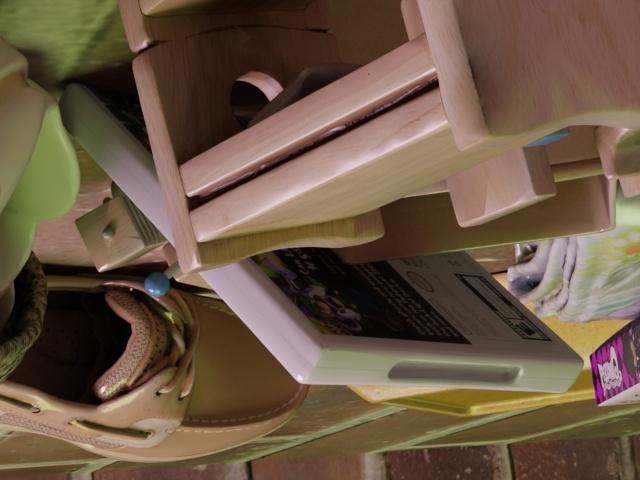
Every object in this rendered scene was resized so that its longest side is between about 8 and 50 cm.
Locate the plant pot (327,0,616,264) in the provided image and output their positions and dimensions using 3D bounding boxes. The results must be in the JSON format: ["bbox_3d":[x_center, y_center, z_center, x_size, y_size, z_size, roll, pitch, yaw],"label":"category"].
[{"bbox_3d":[0.050,-0.053,0.609,0.109,0.096,0.109,-7,168,9],"label":"plant pot"}]

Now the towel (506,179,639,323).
[{"bbox_3d":[0.298,-0.021,0.897,0.375,0.090,0.320,-6,169,1],"label":"towel"}]

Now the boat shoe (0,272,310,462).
[{"bbox_3d":[-0.134,0.083,1.093,0.341,0.121,0.110,5,165,-36],"label":"boat shoe"}]

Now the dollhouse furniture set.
[{"bbox_3d":[0.055,-0.079,0.446,0.184,0.129,0.129,-10,172,-37],"label":"dollhouse furniture set"}]

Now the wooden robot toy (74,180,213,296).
[{"bbox_3d":[-0.045,-0.017,0.809,0.079,0.076,0.173,-28,160,22],"label":"wooden robot toy"}]

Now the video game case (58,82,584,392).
[{"bbox_3d":[0.000,0.000,0.703,0.173,0.190,0.022,8,119,-47],"label":"video game case"}]

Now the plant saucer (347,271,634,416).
[{"bbox_3d":[0.185,0.090,1.380,0.333,0.081,0.333,-11,166,23],"label":"plant saucer"}]

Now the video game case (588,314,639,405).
[{"bbox_3d":[0.293,0.057,0.951,0.232,0.041,0.210,-5,168,-5],"label":"video game case"}]

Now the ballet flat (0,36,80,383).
[{"bbox_3d":[-0.177,-0.006,0.618,0.182,0.164,0.483,-41,176,-8],"label":"ballet flat"}]
